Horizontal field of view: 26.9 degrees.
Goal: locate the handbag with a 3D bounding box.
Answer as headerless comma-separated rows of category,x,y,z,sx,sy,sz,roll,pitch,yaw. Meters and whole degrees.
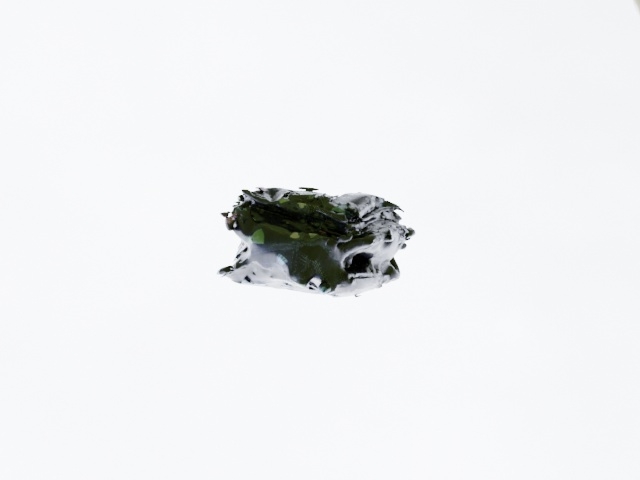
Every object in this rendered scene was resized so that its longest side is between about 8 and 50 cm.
handbag,0.000,0.000,1.386,0.162,0.113,0.260,12,-174,17

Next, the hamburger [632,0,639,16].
hamburger,0.281,-0.157,0.738,0.285,0.134,0.265,36,-131,-23
